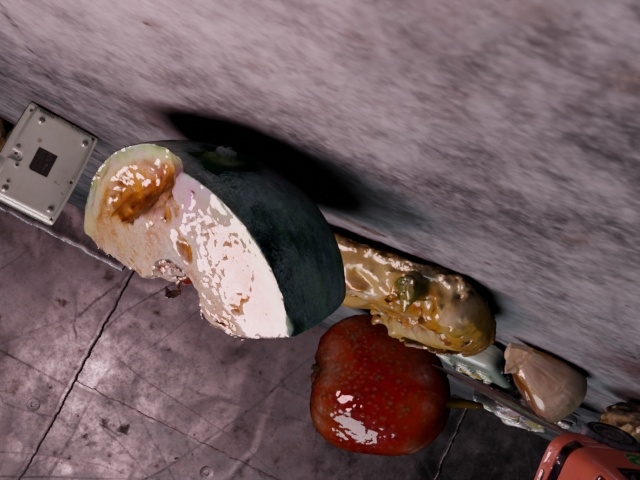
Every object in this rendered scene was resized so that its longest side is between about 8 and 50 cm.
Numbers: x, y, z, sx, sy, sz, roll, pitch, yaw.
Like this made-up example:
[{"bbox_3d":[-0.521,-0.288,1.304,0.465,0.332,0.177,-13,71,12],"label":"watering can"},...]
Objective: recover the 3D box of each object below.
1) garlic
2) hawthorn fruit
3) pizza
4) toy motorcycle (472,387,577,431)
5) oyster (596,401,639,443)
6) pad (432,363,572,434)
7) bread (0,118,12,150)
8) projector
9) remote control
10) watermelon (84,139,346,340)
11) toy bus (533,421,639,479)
[{"bbox_3d":[0.334,0.211,1.320,0.128,0.090,0.198,39,-177,19],"label":"garlic"},{"bbox_3d":[0.149,0.301,1.787,0.369,0.285,0.285,8,166,18],"label":"hawthorn fruit"},{"bbox_3d":[0.094,0.077,1.168,0.435,0.080,0.392,27,171,-34],"label":"pizza"},{"bbox_3d":[0.438,0.368,1.907,0.228,0.074,0.151,21,156,-17],"label":"toy motorcycle"},{"bbox_3d":[0.484,0.277,1.268,0.166,0.094,0.294,10,158,4],"label":"oyster"},{"bbox_3d":[0.374,0.321,1.680,0.299,0.005,0.202,31,171,-24],"label":"pad"},{"bbox_3d":[-0.613,-0.161,1.688,0.230,0.123,0.230,26,166,7],"label":"bread"},{"bbox_3d":[-0.410,-0.112,1.281,0.115,0.147,0.061,29,170,-20],"label":"projector"},{"bbox_3d":[0.269,0.207,1.522,0.140,0.056,0.296,20,171,24],"label":"remote control"},{"bbox_3d":[-0.089,-0.034,0.910,0.322,0.188,0.175,29,129,28],"label":"watermelon"},{"bbox_3d":[0.468,0.375,1.054,0.426,0.203,0.233,12,-169,-18],"label":"toy bus"}]
